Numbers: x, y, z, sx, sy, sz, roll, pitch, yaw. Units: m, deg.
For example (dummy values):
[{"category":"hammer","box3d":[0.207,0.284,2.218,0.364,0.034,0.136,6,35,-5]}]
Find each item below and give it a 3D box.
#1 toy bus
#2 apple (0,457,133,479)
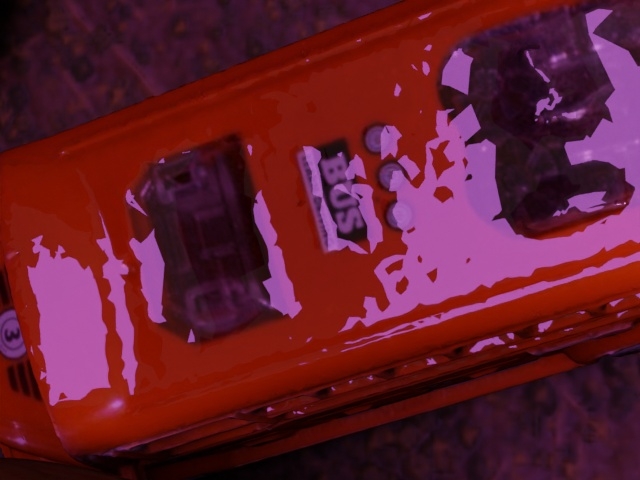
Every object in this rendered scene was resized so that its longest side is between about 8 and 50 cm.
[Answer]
[{"category":"toy bus","box3d":[0.000,0.000,0.566,0.329,0.153,0.143,-18,81,19]},{"category":"apple","box3d":[-0.108,0.226,0.496,0.277,0.319,0.319,36,99,4]}]
